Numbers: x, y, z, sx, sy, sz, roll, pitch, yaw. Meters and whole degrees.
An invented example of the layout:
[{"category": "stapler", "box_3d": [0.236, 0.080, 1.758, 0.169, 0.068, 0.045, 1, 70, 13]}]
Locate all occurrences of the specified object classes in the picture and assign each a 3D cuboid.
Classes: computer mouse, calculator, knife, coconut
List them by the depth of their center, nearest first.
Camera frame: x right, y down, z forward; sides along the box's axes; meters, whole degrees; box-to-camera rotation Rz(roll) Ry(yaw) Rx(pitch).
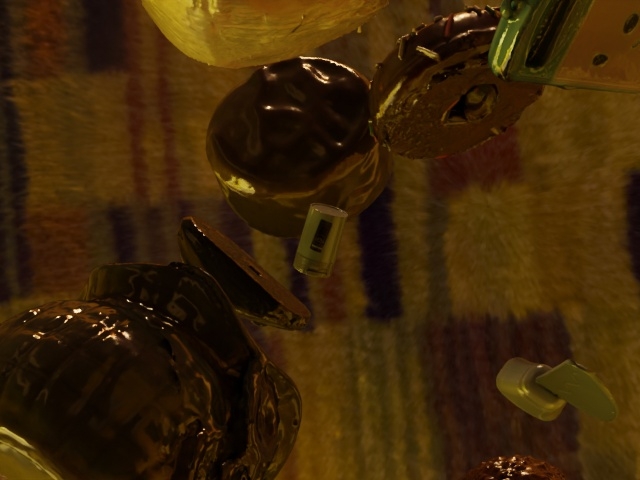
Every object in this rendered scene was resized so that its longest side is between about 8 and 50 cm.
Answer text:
[{"category": "knife", "box_3d": [0.208, 0.130, 0.938, 0.080, 0.331, 0.044, 36, 84, 5]}, {"category": "calculator", "box_3d": [0.304, -0.241, 1.200, 0.051, 0.293, 0.173, 54, 133, 39]}, {"category": "coconut", "box_3d": [-0.083, -0.331, 1.210, 0.254, 0.297, 0.297, -18, 89, -13]}, {"category": "computer mouse", "box_3d": [-0.138, 0.070, 1.768, 0.269, 0.137, 0.086, 40, 98, 17]}]

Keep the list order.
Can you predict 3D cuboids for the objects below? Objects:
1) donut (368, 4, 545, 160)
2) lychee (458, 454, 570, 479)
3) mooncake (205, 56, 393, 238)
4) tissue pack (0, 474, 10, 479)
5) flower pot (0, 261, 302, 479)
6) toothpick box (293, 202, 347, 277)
[{"category": "donut", "box_3d": [0.184, -0.213, 1.503, 0.269, 0.270, 0.103, -27, 67, 8]}, {"category": "lychee", "box_3d": [0.305, 0.475, 1.766, 0.260, 0.260, 0.261, 0, 92, 9]}, {"category": "mooncake", "box_3d": [-0.034, -0.152, 1.716, 0.284, 0.155, 0.284, -7, 55, 11]}, {"category": "tissue pack", "box_3d": [-0.188, 0.190, 0.403, 0.229, 0.145, 0.159, -49, 123, -14]}, {"category": "flower pot", "box_3d": [-0.160, 0.178, 0.940, 0.301, 0.213, 0.302, 21, 133, 24]}, {"category": "toothpick box", "box_3d": [0.000, 0.000, 1.406, 0.052, 0.052, 0.083, 18, 105, 8]}]
